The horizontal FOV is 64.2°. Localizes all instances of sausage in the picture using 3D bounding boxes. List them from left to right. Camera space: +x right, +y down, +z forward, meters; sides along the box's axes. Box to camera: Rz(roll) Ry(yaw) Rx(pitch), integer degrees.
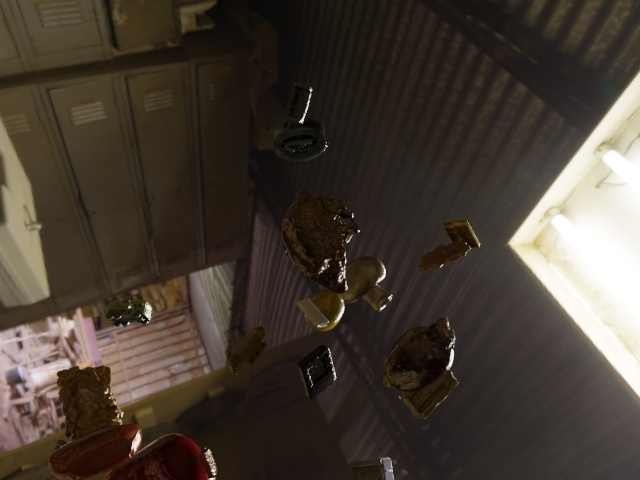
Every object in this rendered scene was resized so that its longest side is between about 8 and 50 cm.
[{"bbox_3d":[-0.446,0.426,1.027,0.089,0.179,0.089,29,-54,50],"label":"sausage"}]

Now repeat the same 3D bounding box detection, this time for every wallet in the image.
[{"bbox_3d":[-0.027,0.249,1.746,0.122,0.061,0.025,45,-61,30],"label":"wallet"}]

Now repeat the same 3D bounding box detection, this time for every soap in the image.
[{"bbox_3d":[0.437,0.601,2.073,0.135,0.233,0.076,53,-24,-4],"label":"soap"}]

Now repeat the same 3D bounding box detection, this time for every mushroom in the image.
[{"bbox_3d":[0.224,0.240,2.604,0.290,0.297,0.297,52,-26,10],"label":"mushroom"}]

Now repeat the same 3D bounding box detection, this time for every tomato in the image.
[{"bbox_3d":[-0.488,0.756,1.547,0.293,0.325,0.290,48,-62,20],"label":"tomato"}]

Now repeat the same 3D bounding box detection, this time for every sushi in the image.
[{"bbox_3d":[-0.001,-0.004,1.450,0.296,0.179,0.167,61,-36,23],"label":"sushi"}]

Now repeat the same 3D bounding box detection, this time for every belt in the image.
[{"bbox_3d":[-0.069,-0.350,1.762,0.141,0.190,0.082,77,8,-47],"label":"belt"}]

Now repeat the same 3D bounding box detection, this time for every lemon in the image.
[{"bbox_3d":[0.018,0.303,2.239,0.170,0.207,0.170,20,-43,20],"label":"lemon"}]

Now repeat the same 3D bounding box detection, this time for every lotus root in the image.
[{"bbox_3d":[0.290,0.366,1.537,0.169,0.141,0.314,36,-60,-1],"label":"lotus root"}]

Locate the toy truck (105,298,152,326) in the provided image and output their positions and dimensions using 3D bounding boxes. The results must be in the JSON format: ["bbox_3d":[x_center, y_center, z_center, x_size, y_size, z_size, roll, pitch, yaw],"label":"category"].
[{"bbox_3d":[-0.733,0.268,1.955,0.077,0.168,0.100,72,16,-53],"label":"toy truck"}]

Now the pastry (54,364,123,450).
[{"bbox_3d":[-0.576,0.435,1.263,0.102,0.154,0.250,-42,-119,46],"label":"pastry"}]

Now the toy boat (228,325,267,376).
[{"bbox_3d":[-0.255,0.395,1.809,0.077,0.200,0.057,39,-4,-33],"label":"toy boat"}]

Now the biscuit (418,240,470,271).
[{"bbox_3d":[0.409,0.051,1.695,0.027,0.184,0.133,55,21,-14],"label":"biscuit"}]

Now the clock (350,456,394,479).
[{"bbox_3d":[0.192,0.889,1.829,0.144,0.073,0.193,-25,-122,32],"label":"clock"}]

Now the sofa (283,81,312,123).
[{"bbox_3d":[-0.070,-0.429,1.594,0.039,0.060,0.118,-25,133,-80],"label":"sofa"}]

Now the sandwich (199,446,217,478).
[{"bbox_3d":[-0.328,0.646,1.486,0.101,0.026,0.069,56,-8,32],"label":"sandwich"}]

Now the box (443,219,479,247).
[{"bbox_3d":[0.515,-0.019,1.858,0.089,0.022,0.156,-8,-37,31],"label":"box"}]

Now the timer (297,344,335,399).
[{"bbox_3d":[-0.017,0.501,1.957,0.055,0.144,0.187,22,-46,45],"label":"timer"}]
